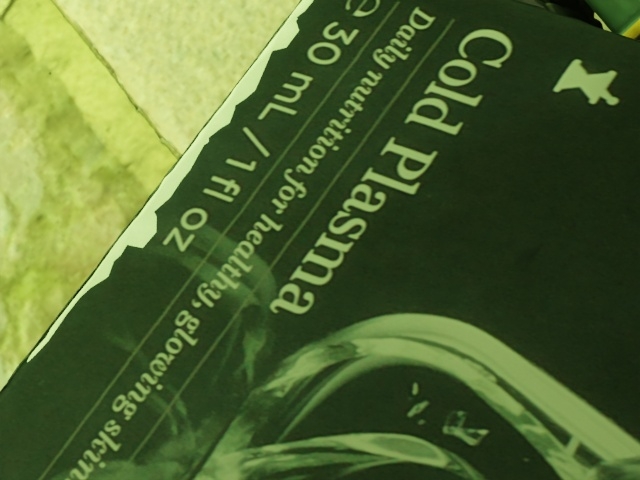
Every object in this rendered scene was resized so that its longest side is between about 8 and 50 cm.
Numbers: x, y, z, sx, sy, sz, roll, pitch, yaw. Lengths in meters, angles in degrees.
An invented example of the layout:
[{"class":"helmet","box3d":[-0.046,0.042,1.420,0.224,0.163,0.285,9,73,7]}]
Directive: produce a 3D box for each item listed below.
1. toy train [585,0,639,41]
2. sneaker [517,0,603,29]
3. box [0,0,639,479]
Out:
[{"class":"toy train","box3d":[0.287,-0.169,0.995,0.334,0.142,0.190,-41,90,-2]},{"class":"sneaker","box3d":[0.136,-0.042,1.053,0.106,0.101,0.267,-39,67,24]},{"class":"box","box3d":[0.105,0.195,0.772,0.472,0.297,0.480,22,61,24]}]
